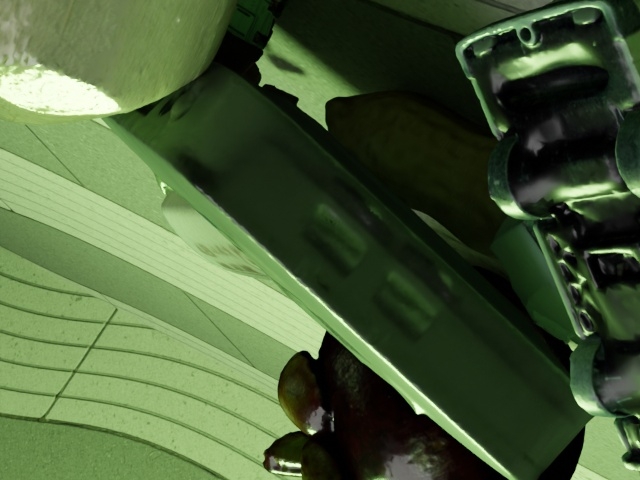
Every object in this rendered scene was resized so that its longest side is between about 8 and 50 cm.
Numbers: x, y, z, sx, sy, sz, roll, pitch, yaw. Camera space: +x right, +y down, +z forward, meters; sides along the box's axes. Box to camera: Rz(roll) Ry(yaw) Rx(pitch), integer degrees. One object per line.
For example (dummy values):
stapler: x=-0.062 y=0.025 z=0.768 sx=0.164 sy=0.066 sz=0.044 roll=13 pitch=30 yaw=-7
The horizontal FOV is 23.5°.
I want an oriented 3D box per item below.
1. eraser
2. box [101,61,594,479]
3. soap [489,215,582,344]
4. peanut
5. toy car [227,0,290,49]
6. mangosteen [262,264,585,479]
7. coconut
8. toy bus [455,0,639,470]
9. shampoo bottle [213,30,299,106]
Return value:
eraser: x=-0.064 y=-0.010 z=1.830 sx=0.174 sy=0.094 sz=0.270 roll=36 pitch=168 yaw=-25
box: x=0.001 y=-0.001 z=1.220 sx=0.396 sy=0.111 sz=0.396 roll=43 pitch=176 yaw=-22
soap: x=0.247 y=0.026 z=1.122 sx=0.230 sy=0.145 sz=0.091 roll=32 pitch=166 yaw=-4
peanut: x=0.108 y=-0.054 z=1.254 sx=0.263 sy=0.101 sz=0.117 roll=26 pitch=152 yaw=26
toy car: x=-0.057 y=-0.198 z=1.263 sx=0.059 sy=0.035 sz=0.122 roll=33 pitch=158 yaw=-2
mangosteen: x=0.103 y=0.184 z=1.604 sx=0.307 sy=0.347 sz=0.307 roll=58 pitch=-174 yaw=-10
coconut: x=-0.163 y=-0.192 z=0.995 sx=0.237 sy=0.266 sz=0.237 roll=22 pitch=-146 yaw=-16
toy bus: x=0.206 y=-0.020 z=0.863 sx=0.134 sy=0.165 sz=0.276 roll=-8 pitch=108 yaw=55
shampoo bottle: x=-0.104 y=-0.186 z=1.351 sx=0.068 sy=0.067 sz=0.236 roll=33 pitch=171 yaw=45
